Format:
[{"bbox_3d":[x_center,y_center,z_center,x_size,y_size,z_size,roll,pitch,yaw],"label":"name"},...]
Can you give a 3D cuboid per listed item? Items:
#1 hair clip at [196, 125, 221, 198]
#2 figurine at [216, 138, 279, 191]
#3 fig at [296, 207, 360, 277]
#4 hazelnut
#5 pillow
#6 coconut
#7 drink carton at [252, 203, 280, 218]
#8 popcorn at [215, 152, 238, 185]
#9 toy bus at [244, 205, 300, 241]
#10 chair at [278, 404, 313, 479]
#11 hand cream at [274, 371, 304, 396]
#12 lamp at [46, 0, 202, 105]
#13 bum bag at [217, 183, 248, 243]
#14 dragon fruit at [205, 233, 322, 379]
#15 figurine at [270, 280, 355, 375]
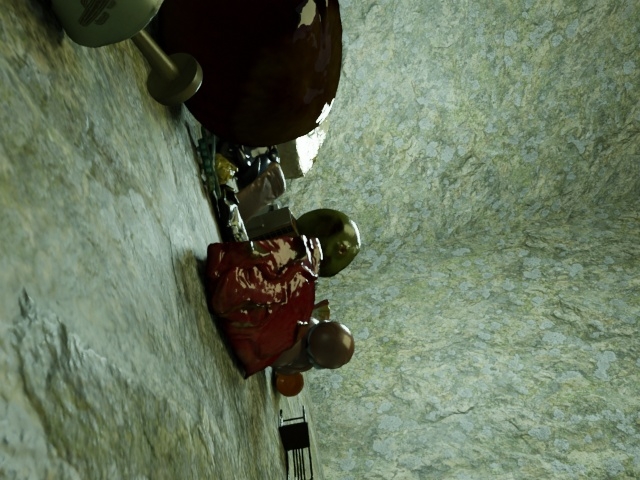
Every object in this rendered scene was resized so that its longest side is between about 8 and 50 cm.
[{"bbox_3d":[-0.255,-0.178,1.097,0.049,0.049,0.172,96,-14,-84],"label":"hair clip"},{"bbox_3d":[-0.219,-0.233,1.383,0.175,0.197,0.265,-56,-144,34],"label":"figurine"},{"bbox_3d":[0.000,0.000,1.650,0.271,0.239,0.239,32,-39,52],"label":"fig"},{"bbox_3d":[-0.150,-0.394,1.006,0.429,0.402,0.402,75,1,-68],"label":"hazelnut"},{"bbox_3d":[-0.177,-0.119,1.314,0.034,0.211,0.135,36,-24,31],"label":"pillow"},{"bbox_3d":[-0.184,-0.419,1.654,0.404,0.405,0.404,167,-90,-88],"label":"coconut"},{"bbox_3d":[-0.188,-0.012,1.720,0.102,0.134,0.222,63,14,-89],"label":"drink carton"},{"bbox_3d":[-0.251,-0.168,1.184,0.084,0.084,0.084,167,-90,-88],"label":"popcorn"},{"bbox_3d":[-0.168,-0.032,1.537,0.103,0.182,0.091,66,8,-52],"label":"toy bus"},{"bbox_3d":[-0.069,0.572,1.354,0.212,0.084,0.101,-107,-172,-74],"label":"chair"},{"bbox_3d":[-0.112,0.439,1.593,0.314,0.089,0.139,-178,-102,-80],"label":"hand cream"},{"bbox_3d":[-0.206,-0.239,0.511,0.214,0.121,0.121,51,22,-62],"label":"lamp"},{"bbox_3d":[-0.211,-0.027,1.191,0.106,0.060,0.232,-129,-155,-72],"label":"bum bag"},{"bbox_3d":[-0.090,0.113,0.980,0.329,0.228,0.286,89,-10,-72],"label":"dragon fruit"},{"bbox_3d":[-0.076,0.219,1.398,0.388,0.277,0.248,-102,-156,-43],"label":"figurine"}]
